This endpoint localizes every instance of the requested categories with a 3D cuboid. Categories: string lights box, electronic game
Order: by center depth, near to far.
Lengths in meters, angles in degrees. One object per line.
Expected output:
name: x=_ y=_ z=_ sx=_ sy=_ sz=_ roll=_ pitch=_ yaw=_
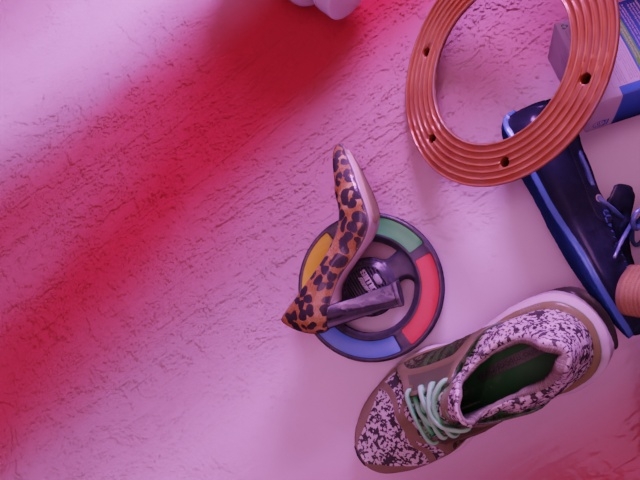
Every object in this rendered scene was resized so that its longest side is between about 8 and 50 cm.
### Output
string lights box: x=0.447 y=-0.250 z=0.797 sx=0.259 sy=0.077 sz=0.134 roll=-17 pitch=67 yaw=5
electronic game: x=0.075 y=0.071 z=0.950 sx=0.229 sy=0.048 sz=0.230 roll=-1 pitch=86 yaw=18

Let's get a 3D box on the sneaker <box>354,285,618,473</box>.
sneaker: x=0.178 y=0.200 z=0.819 sx=0.410 sy=0.182 sz=0.158 roll=-41 pitch=72 yaw=27

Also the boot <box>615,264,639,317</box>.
boot: x=0.486 y=-0.003 z=0.690 sx=0.211 sy=0.295 sz=0.104 roll=-1 pitch=129 yaw=53

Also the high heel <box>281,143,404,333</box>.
high heel: x=0.000 y=0.000 z=0.916 sx=0.186 sy=0.093 sz=0.261 roll=-18 pitch=79 yaw=16

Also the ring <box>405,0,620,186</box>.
ring: x=0.245 y=-0.238 z=0.845 sx=0.336 sy=0.032 sz=0.337 roll=-10 pitch=78 yaw=51

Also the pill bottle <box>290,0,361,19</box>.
pill bottle: x=-0.040 y=-0.458 z=0.975 sx=0.245 sy=0.136 sz=0.136 roll=42 pitch=99 yaw=16

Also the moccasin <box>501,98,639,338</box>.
moccasin: x=0.361 y=-0.044 z=0.820 sx=0.116 sy=0.137 sz=0.342 roll=-26 pitch=80 yaw=10
